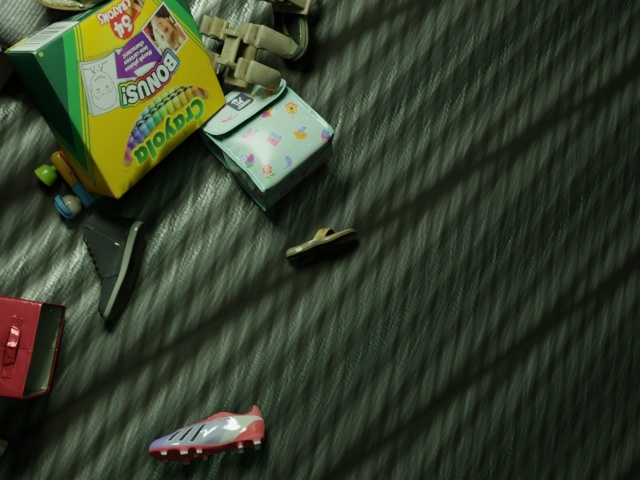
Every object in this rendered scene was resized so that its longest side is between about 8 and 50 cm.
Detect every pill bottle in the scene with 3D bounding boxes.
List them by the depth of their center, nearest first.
[{"bbox_3d":[-0.560,-0.432,1.311,0.318,0.176,0.176,35,73,-38],"label":"pill bottle"}]

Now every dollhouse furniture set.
[{"bbox_3d":[-0.139,-0.458,1.504,0.161,0.212,0.242,9,101,-49],"label":"dollhouse furniture set"}]

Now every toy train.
[{"bbox_3d":[-0.547,-0.175,1.432,0.143,0.105,0.248,-38,93,-3],"label":"toy train"}]

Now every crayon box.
[{"bbox_3d":[-0.377,-0.317,1.332,0.363,0.106,0.313,-51,137,-34],"label":"crayon box"}]

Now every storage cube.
[{"bbox_3d":[-0.626,0.199,1.299,0.193,0.215,0.184,9,81,-7],"label":"storage cube"}]

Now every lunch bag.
[{"bbox_3d":[-0.131,-0.241,1.519,0.223,0.160,0.262,-40,79,-12],"label":"lunch bag"}]

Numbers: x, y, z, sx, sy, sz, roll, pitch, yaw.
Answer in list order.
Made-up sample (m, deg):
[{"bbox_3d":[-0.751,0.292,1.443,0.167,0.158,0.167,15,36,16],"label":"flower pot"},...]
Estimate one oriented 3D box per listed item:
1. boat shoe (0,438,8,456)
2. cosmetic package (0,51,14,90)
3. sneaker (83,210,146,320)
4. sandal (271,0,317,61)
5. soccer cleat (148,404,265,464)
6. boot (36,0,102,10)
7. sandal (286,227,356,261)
[{"bbox_3d":[-0.711,0.373,1.331,0.190,0.068,0.072,39,62,-17],"label":"boat shoe"},{"bbox_3d":[-0.749,-0.353,1.389,0.160,0.113,0.309,28,77,-10],"label":"cosmetic package"},{"bbox_3d":[-0.458,0.053,1.440,0.118,0.083,0.222,15,85,6],"label":"sneaker"},{"bbox_3d":[-0.056,-0.571,1.618,0.086,0.120,0.303,6,82,-42],"label":"sandal"},{"bbox_3d":[-0.242,0.416,1.447,0.248,0.083,0.095,-5,54,-11],"label":"soccer cleat"},{"bbox_3d":[-0.442,-0.532,1.274,0.236,0.089,0.269,-8,53,-26],"label":"boot"},{"bbox_3d":[0.000,0.000,1.571,0.180,0.072,0.049,-17,66,-12],"label":"sandal"}]
